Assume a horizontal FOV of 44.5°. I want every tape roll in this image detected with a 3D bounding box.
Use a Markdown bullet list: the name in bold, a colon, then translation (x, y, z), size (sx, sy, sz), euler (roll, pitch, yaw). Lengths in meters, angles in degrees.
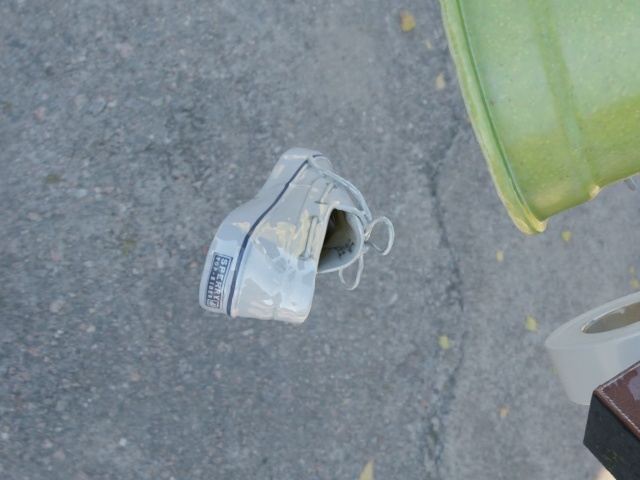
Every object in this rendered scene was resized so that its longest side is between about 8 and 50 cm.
- **tape roll**: translation (0.523, 0.166, 1.293), size (0.286, 0.286, 0.100), euler (-24, 90, -39)

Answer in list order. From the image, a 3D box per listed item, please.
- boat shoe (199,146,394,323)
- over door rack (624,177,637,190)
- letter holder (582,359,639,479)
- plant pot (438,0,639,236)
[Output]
- **boat shoe**: translation (0.002, -0.007, 0.862), size (0.367, 0.156, 0.136), euler (-56, 161, -70)
- **over door rack**: translation (0.671, -0.054, 1.200), size (0.324, 0.239, 0.108), euler (43, 73, 4)
- **letter holder**: translation (0.512, 0.274, 0.953), size (0.214, 0.302, 0.152), euler (-29, 140, -12)
- **plant pot**: translation (0.239, -0.165, 0.549), size (0.276, 0.254, 0.276), euler (44, 39, -50)
